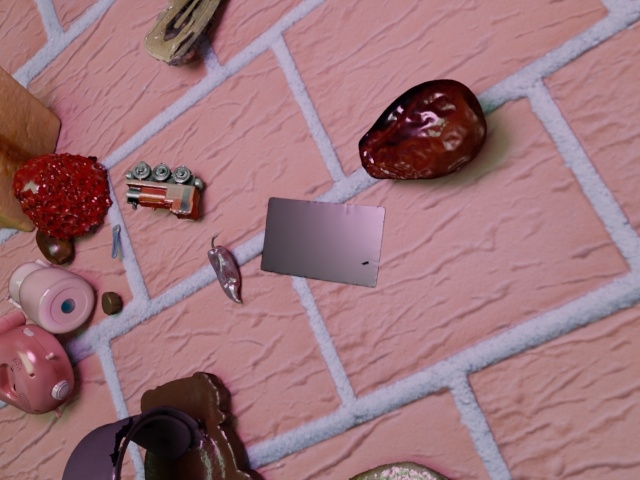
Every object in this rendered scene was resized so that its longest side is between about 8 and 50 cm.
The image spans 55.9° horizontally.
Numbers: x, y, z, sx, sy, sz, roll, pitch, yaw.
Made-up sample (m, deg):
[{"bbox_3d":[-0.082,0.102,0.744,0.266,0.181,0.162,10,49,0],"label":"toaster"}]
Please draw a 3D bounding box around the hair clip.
[{"bbox_3d":[-0.277,-0.537,1.369,0.138,0.091,0.321,28,88,26],"label":"hair clip"}]

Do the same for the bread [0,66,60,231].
[{"bbox_3d":[-0.845,-0.233,1.511,0.242,0.405,0.345,13,80,18],"label":"bread"}]

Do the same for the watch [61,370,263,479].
[{"bbox_3d":[-0.330,0.450,1.173,0.314,0.327,0.334,-22,75,24],"label":"watch"}]

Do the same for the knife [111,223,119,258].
[{"bbox_3d":[-0.500,0.002,1.463,0.027,0.010,0.096,-30,52,28],"label":"knife"}]

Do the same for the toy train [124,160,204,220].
[{"bbox_3d":[-0.353,-0.110,1.348,0.176,0.074,0.118,6,71,3],"label":"toy train"}]

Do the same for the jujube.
[{"bbox_3d":[0.172,-0.183,1.063,0.237,0.168,0.168,-21,76,31],"label":"jujube"}]

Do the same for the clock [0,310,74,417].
[{"bbox_3d":[-0.709,0.321,1.460,0.241,0.142,0.227,21,120,24],"label":"clock"}]

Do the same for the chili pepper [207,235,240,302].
[{"bbox_3d":[-0.205,0.064,1.303,0.050,0.041,0.153,-26,90,44],"label":"chili pepper"}]

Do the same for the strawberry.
[{"bbox_3d":[-0.634,-0.122,1.449,0.234,0.178,0.233,-1,82,6],"label":"strawberry"}]

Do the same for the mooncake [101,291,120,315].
[{"bbox_3d":[-0.444,0.016,1.425,0.346,0.057,0.150,-48,66,17],"label":"mooncake"}]

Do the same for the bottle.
[{"bbox_3d":[-0.686,0.126,1.499,0.237,0.148,0.147,19,95,36],"label":"bottle"}]

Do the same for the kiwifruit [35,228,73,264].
[{"bbox_3d":[-0.681,0.007,1.542,0.075,0.075,0.124,-46,63,17],"label":"kiwifruit"}]

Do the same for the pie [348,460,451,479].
[{"bbox_3d":[0.153,0.533,1.059,0.303,0.067,0.302,-2,85,27],"label":"pie"}]

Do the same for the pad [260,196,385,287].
[{"bbox_3d":[0.000,0.000,1.220,0.265,0.009,0.159,7,89,27],"label":"pad"}]
